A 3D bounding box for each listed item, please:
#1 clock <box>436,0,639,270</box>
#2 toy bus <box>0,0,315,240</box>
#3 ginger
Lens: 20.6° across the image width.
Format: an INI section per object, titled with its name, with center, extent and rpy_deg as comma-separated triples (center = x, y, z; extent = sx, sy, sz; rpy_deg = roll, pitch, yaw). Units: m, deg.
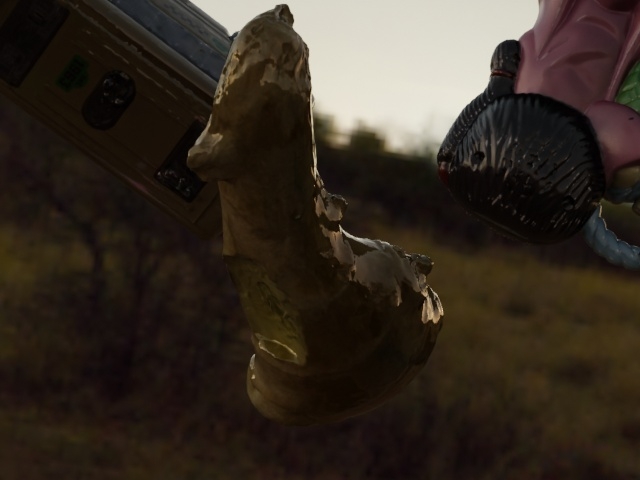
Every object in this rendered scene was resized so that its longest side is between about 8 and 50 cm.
[clock]
center = 0.196, -0.076, 1.212
extent = 0.194, 0.195, 0.100
rpy_deg = 28, -16, 8
[toy bus]
center = -0.158, -0.137, 1.415
extent = 0.289, 0.139, 0.157
rpy_deg = 38, 23, -8
[ginger]
center = 0.000, 0.000, 0.984
extent = 0.131, 0.294, 0.086
rpy_deg = -25, 43, -11
